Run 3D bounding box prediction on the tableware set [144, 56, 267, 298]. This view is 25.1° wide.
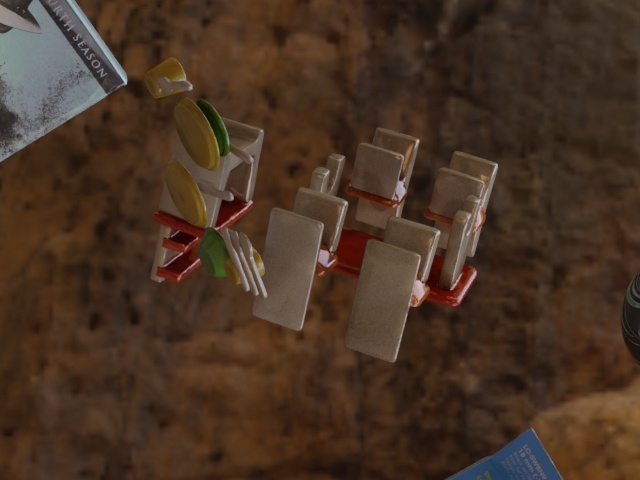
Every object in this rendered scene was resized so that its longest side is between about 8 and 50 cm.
[{"bbox_3d":[-0.070,-0.039,0.898,0.104,0.024,0.154,17,-49,59],"label":"tableware set"}]

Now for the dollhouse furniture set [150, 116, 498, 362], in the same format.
[{"bbox_3d":[0.000,0.000,1.187,0.262,0.259,0.135,-43,148,-64],"label":"dollhouse furniture set"}]

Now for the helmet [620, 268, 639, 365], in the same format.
[{"bbox_3d":[0.453,0.092,1.783,0.161,0.169,0.169,-101,-166,-64],"label":"helmet"}]

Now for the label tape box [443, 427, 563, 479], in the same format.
[{"bbox_3d":[0.149,0.378,1.481,0.240,0.106,0.333,60,-42,18],"label":"label tape box"}]

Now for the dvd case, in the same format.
[{"bbox_3d":[-0.135,-0.055,0.459,0.087,0.119,0.013,57,7,-25],"label":"dvd case"}]
